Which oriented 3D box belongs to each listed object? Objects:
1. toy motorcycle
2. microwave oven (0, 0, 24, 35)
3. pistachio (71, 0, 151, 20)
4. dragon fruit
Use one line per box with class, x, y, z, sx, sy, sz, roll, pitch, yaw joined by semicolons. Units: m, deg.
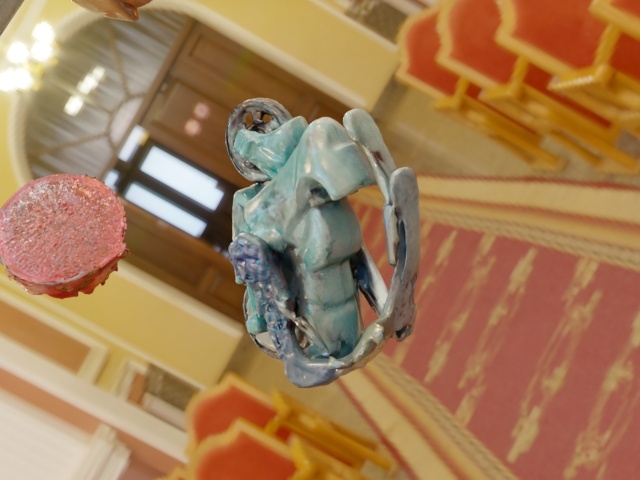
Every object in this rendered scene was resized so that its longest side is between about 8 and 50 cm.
toy motorcycle;0.000;0.000;1.063;0.154;0.206;0.260;-21;-68;-48
microwave oven;-0.301;-0.269;0.873;0.163;0.205;0.129;-47;27;22
pistachio;-0.311;-0.397;1.439;0.162;0.293;0.181;-36;37;8
dragon fruit;-0.285;0.015;1.276;0.111;0.153;0.153;89;-160;-54
